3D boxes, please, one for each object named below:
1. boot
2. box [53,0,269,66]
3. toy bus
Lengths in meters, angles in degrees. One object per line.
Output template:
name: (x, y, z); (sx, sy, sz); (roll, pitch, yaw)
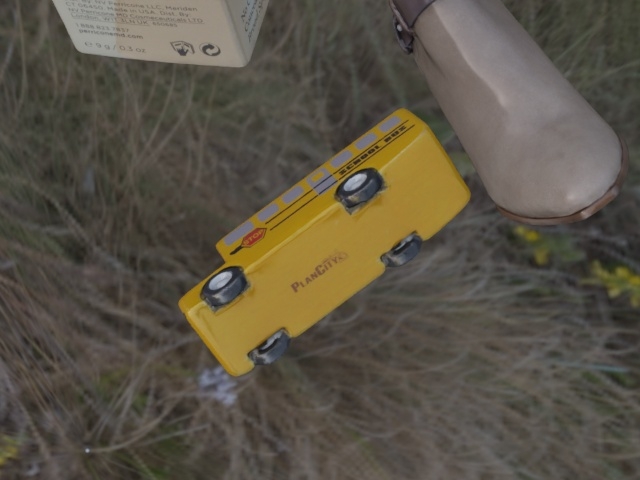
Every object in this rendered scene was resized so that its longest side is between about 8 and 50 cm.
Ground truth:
boot: (0.048, -0.056, 0.450); (0.042, 0.118, 0.087); (-33, 106, 0)
box: (-0.111, -0.249, 0.841); (0.121, 0.311, 0.148); (7, 63, 14)
toy bus: (0.000, 0.000, 1.626); (0.332, 0.130, 0.108); (-36, 117, -3)
